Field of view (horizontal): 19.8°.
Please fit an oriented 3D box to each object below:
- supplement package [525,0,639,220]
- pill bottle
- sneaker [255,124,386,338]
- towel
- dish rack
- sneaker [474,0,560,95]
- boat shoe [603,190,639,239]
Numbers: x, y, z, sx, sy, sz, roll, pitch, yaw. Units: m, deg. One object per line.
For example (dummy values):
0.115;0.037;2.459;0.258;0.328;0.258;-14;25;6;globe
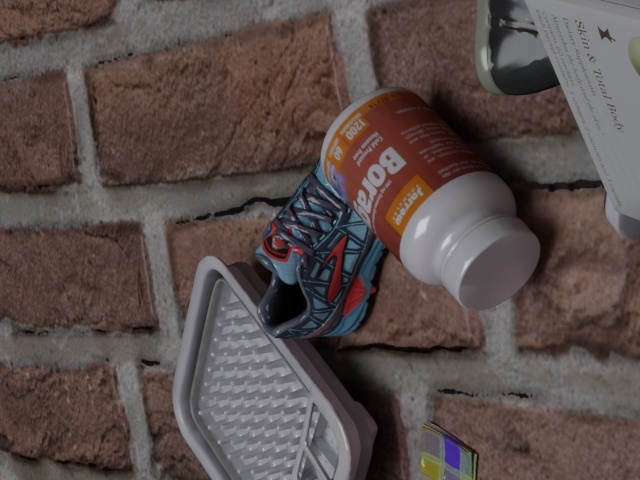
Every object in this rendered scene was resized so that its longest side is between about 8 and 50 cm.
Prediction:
0.313;-0.118;1.201;0.262;0.198;0.199;26;150;54;supplement package
0.103;-0.037;1.687;0.216;0.121;0.121;49;137;37;pill bottle
0.000;0.000;1.851;0.104;0.125;0.262;42;133;41;sneaker
0.127;0.223;1.836;0.083;0.009;0.060;30;123;50;towel
-0.048;0.199;2.031;0.333;0.072;0.285;50;142;36;dish rack
0.190;-0.230;1.483;0.118;0.083;0.222;0;94;38;sneaker
0.271;-0.131;1.427;0.088;0.096;0.267;47;135;44;boat shoe
